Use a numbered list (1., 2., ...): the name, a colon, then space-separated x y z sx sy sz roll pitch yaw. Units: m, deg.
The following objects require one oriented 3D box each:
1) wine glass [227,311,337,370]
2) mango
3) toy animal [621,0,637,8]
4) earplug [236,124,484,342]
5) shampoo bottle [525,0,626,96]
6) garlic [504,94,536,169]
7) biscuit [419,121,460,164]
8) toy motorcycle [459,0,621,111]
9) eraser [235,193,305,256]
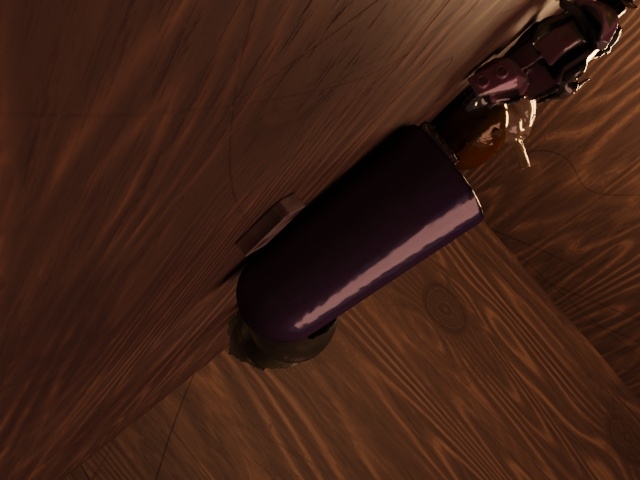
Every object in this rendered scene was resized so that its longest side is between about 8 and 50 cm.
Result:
1. wine glass: -0.089 0.208 2.316 0.238 0.238 0.323 -38 173 -31
2. mango: 0.317 -0.229 1.894 0.166 0.136 0.236 -38 172 -21
3. toy animal: 0.651 -0.559 1.835 0.179 0.089 0.188 -57 167 12
4. earplug: 0.052 0.011 1.612 0.456 0.215 0.215 -37 176 0
5. shampoo bottle: 0.533 -0.427 1.939 0.278 0.104 0.104 -40 176 -5
6. garlic: 0.468 -0.276 2.263 0.219 0.212 0.218 -36 -179 0
7. biscuit: 0.214 -0.162 1.860 0.070 0.106 0.252 -41 177 -5
8. toy motorcycle: 0.404 -0.335 1.635 0.327 0.143 0.188 -25 166 -4
9. eraser: -0.072 -0.022 1.300 0.105 0.026 0.065 -43 173 31
